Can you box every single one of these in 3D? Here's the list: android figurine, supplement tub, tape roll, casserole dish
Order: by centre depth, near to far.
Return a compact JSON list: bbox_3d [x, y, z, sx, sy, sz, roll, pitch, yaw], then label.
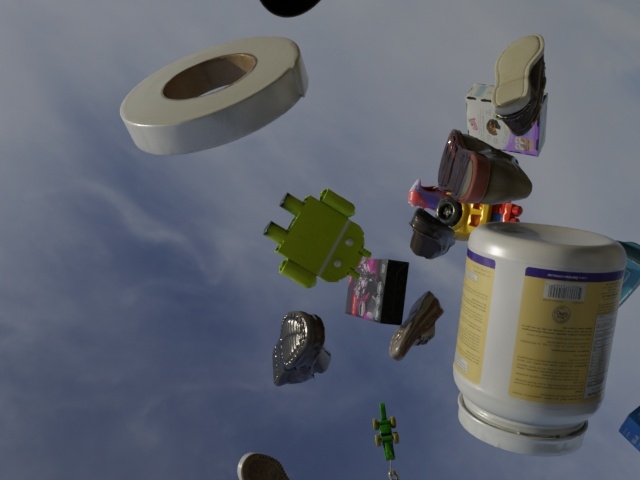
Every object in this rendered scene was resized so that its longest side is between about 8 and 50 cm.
[{"bbox_3d":[0.345,0.149,1.021,0.241,0.331,0.241,4,-169,-1],"label":"supplement tub"},{"bbox_3d":[-0.216,-0.307,1.291,0.392,0.392,0.072,-80,-24,-51],"label":"tape roll"},{"bbox_3d":[0.621,0.085,1.344,0.114,0.188,0.037,29,-145,5],"label":"casserole dish"},{"bbox_3d":[0.000,0.000,1.584,0.273,0.248,0.056,33,171,-11],"label":"android figurine"}]

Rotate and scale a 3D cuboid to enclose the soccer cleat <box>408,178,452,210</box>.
[{"bbox_3d":[0.413,-0.133,2.113,0.248,0.095,0.083,14,-159,-15],"label":"soccer cleat"}]

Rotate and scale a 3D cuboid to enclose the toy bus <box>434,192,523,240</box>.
[{"bbox_3d":[0.417,-0.101,1.575,0.149,0.211,0.220,10,-91,-43],"label":"toy bus"}]

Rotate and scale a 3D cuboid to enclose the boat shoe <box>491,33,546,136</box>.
[{"bbox_3d":[0.486,-0.380,1.510,0.096,0.117,0.324,54,-138,-32],"label":"boat shoe"}]

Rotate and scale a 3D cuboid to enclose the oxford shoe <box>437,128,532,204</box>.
[{"bbox_3d":[0.316,-0.137,1.247,0.130,0.123,0.348,10,-158,-3],"label":"oxford shoe"}]

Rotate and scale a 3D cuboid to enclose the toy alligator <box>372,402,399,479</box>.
[{"bbox_3d":[0.164,0.492,1.525,0.056,0.051,0.189,-9,-119,2],"label":"toy alligator"}]

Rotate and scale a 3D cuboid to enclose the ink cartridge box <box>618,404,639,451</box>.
[{"bbox_3d":[0.591,0.324,0.937,0.134,0.078,0.231,-33,-125,-12],"label":"ink cartridge box"}]

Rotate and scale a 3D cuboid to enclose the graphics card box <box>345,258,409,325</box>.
[{"bbox_3d":[0.205,0.185,2.361,0.094,0.371,0.232,9,-93,-18],"label":"graphics card box"}]

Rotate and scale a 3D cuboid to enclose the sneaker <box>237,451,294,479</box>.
[{"bbox_3d":[-0.140,0.578,1.508,0.282,0.153,0.099,49,-121,-36],"label":"sneaker"}]

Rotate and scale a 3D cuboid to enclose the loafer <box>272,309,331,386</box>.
[{"bbox_3d":[-0.036,0.268,1.569,0.130,0.366,0.133,1,-114,-13],"label":"loafer"}]

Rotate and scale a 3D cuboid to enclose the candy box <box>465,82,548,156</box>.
[{"bbox_3d":[0.492,-0.320,1.667,0.196,0.164,0.070,16,-125,28],"label":"candy box"}]

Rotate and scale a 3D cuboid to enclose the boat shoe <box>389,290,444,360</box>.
[{"bbox_3d":[0.356,0.316,2.245,0.116,0.123,0.324,42,-127,-1],"label":"boat shoe"}]

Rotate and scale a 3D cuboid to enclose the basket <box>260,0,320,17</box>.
[{"bbox_3d":[-0.073,-0.541,1.124,0.154,0.204,0.227,5,-143,-29],"label":"basket"}]

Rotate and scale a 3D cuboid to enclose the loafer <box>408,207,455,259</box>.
[{"bbox_3d":[0.216,0.001,1.235,0.080,0.078,0.220,38,-177,25],"label":"loafer"}]
